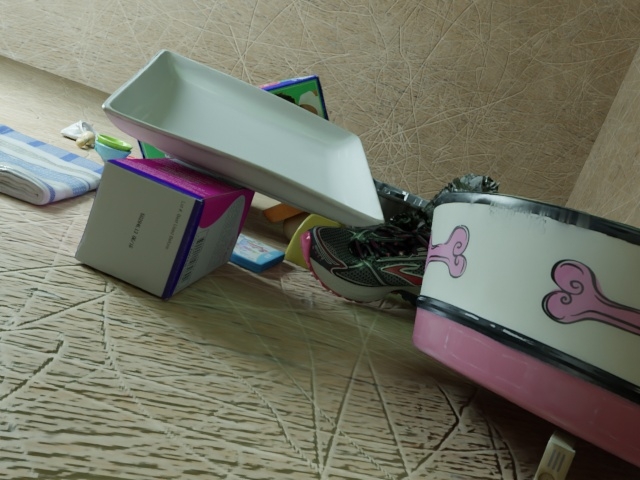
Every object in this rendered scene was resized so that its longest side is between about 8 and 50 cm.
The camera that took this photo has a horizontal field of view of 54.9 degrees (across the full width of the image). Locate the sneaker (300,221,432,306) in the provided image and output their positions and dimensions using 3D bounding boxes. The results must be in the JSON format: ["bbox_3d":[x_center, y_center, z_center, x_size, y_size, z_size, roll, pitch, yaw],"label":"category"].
[{"bbox_3d":[0.112,0.020,0.895,0.299,0.112,0.121,10,46,-23],"label":"sneaker"}]

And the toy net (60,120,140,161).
[{"bbox_3d":[-0.431,-0.198,1.230,0.232,0.045,0.122,30,14,38],"label":"toy net"}]

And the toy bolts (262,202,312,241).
[{"bbox_3d":[-0.085,-0.069,1.165,0.218,0.159,0.228,-18,7,23],"label":"toy bolts"}]

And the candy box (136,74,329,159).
[{"bbox_3d":[-0.168,-0.205,1.128,0.317,0.122,0.268,-19,16,-10],"label":"candy box"}]

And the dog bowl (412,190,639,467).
[{"bbox_3d":[0.268,0.109,0.585,0.407,0.151,0.408,25,-3,1],"label":"dog bowl"}]

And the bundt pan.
[{"bbox_3d":[0.157,-0.064,1.490,0.330,0.124,0.331,20,11,-4],"label":"bundt pan"}]

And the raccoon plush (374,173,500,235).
[{"bbox_3d":[0.279,0.074,1.118,0.446,0.216,0.299,-30,61,-37],"label":"raccoon plush"}]

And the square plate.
[{"bbox_3d":[-0.091,-0.145,0.852,0.347,0.049,0.344,22,24,-13],"label":"square plate"}]

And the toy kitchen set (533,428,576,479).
[{"bbox_3d":[0.183,0.190,0.421,0.083,0.075,0.068,22,11,27],"label":"toy kitchen set"}]

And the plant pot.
[{"bbox_3d":[0.000,0.000,0.981,0.081,0.083,0.081,23,10,9],"label":"plant pot"}]

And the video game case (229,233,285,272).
[{"bbox_3d":[-0.143,0.000,0.893,0.166,0.015,0.119,23,11,10],"label":"video game case"}]

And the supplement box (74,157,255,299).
[{"bbox_3d":[-0.166,-0.025,0.715,0.113,0.111,0.220,23,10,6],"label":"supplement box"}]

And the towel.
[{"bbox_3d":[-0.425,-0.115,0.870,0.209,0.034,0.285,21,11,-4],"label":"towel"}]
